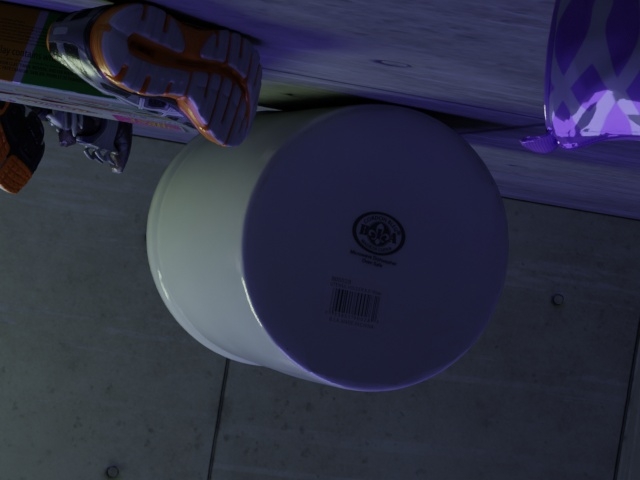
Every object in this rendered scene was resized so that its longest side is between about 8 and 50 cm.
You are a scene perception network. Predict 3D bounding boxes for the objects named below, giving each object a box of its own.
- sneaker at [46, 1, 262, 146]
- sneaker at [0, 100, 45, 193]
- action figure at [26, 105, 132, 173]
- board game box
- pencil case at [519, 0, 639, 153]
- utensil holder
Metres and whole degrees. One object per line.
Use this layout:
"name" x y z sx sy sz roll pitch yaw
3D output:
"sneaker" -0.118 -0.131 1.098 0.083 0.084 0.215 10 171 33
"sneaker" -0.432 -0.157 1.744 0.121 0.099 0.262 20 156 29
"action figure" -0.362 -0.169 1.886 0.185 0.099 0.285 22 -178 30
"board game box" -0.209 -0.153 1.317 0.242 0.064 0.316 9 -179 -11
"pencil case" 0.200 -0.068 0.642 0.206 0.088 0.086 10 179 23
"utensil holder" 0.000 0.000 1.667 0.328 0.327 0.385 9 178 -19
